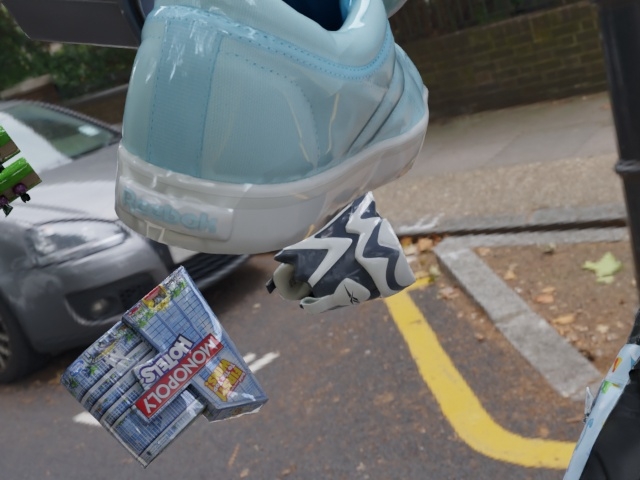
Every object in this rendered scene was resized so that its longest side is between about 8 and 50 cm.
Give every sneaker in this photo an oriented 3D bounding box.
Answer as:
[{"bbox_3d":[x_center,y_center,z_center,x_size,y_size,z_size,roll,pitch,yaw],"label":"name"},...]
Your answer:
[{"bbox_3d":[0.000,0.000,0.930,0.153,0.094,0.235,-25,43,1],"label":"sneaker"},{"bbox_3d":[0.006,-0.117,0.498,0.135,0.150,0.366,18,24,7],"label":"sneaker"}]

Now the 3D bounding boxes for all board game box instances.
[{"bbox_3d":[-0.169,0.164,0.978,0.194,0.194,0.060,-44,-6,-33],"label":"board game box"}]

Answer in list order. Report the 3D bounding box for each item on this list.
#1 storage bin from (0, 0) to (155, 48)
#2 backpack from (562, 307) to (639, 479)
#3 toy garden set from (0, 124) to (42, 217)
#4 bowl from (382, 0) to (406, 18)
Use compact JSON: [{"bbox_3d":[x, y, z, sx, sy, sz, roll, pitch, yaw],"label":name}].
[{"bbox_3d":[-0.135,-0.178,0.499,0.091,0.135,0.098,1,-18,6],"label":"storage bin"},{"bbox_3d":[0.394,0.291,0.883,0.290,0.273,0.355,26,74,15],"label":"backpack"},{"bbox_3d":[-0.426,-0.063,0.882,0.204,0.049,0.244,-37,-24,-13],"label":"toy garden set"},{"bbox_3d":[-0.006,-0.436,1.058,0.311,0.311,0.163,-7,51,33],"label":"bowl"}]
